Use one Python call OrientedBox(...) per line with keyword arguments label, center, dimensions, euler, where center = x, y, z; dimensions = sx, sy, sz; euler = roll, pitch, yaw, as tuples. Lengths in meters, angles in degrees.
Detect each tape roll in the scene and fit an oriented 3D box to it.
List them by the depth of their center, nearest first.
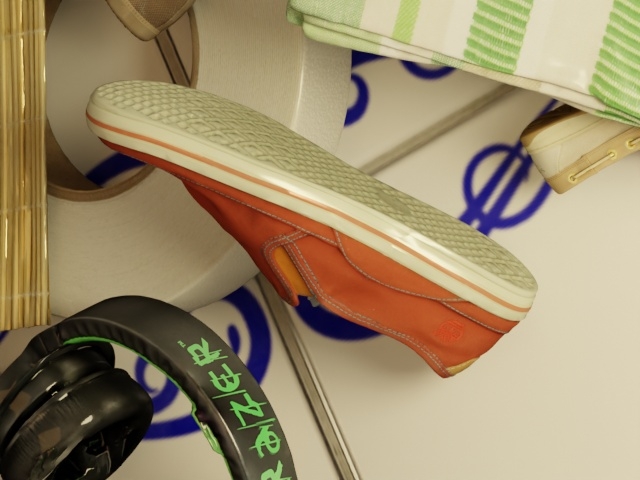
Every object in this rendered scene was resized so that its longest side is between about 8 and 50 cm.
OrientedBox(label="tape roll", center=(-0.157, -0.131, 1.513), dimensions=(0.392, 0.072, 0.392), euler=(-1, 88, 31))

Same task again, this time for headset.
OrientedBox(label="headset", center=(-0.179, 0.198, 1.456), dimensions=(0.394, 0.185, 0.243), euler=(-36, 83, 48))

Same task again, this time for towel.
OrientedBox(label="towel", center=(0.162, -0.207, 1.258), dimensions=(0.324, 0.038, 0.248), euler=(17, 94, 6))

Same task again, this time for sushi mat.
OrientedBox(label="sushi mat", center=(-0.266, -0.086, 1.526), dimensions=(0.151, 0.019, 0.317), euler=(-1, 89, 31))

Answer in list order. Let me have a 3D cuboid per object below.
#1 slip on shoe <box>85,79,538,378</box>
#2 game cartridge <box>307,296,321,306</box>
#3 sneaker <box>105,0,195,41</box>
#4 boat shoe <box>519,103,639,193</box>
OrientedBox(label="slip on shoe", center=(-0.015, -0.007, 1.348), dimensions=(0.331, 0.123, 0.101), euler=(28, 108, -11))
OrientedBox(label="game cartridge", center=(0.000, 0.000, 1.465), dimensions=(0.056, 0.017, 0.083), euler=(-32, 75, 30))
OrientedBox(label="sneaker", center=(-0.148, -0.233, 1.442), dimensions=(0.071, 0.066, 0.188), euler=(-36, 76, 8))
OrientedBox(label="boat shoe", center=(0.219, -0.081, 1.319), dimensions=(0.170, 0.063, 0.059), euler=(-22, 103, 20))
